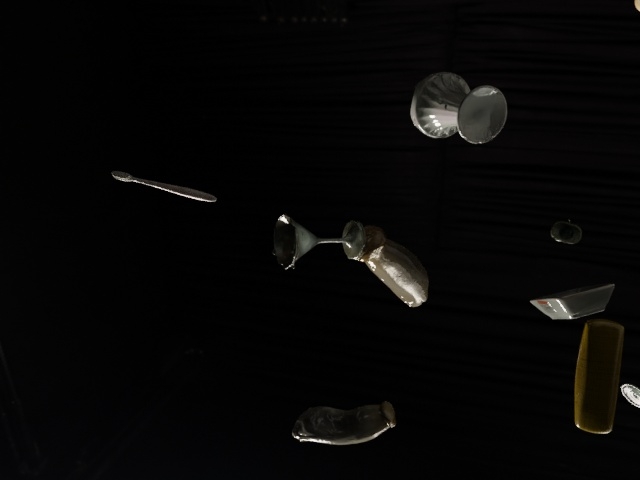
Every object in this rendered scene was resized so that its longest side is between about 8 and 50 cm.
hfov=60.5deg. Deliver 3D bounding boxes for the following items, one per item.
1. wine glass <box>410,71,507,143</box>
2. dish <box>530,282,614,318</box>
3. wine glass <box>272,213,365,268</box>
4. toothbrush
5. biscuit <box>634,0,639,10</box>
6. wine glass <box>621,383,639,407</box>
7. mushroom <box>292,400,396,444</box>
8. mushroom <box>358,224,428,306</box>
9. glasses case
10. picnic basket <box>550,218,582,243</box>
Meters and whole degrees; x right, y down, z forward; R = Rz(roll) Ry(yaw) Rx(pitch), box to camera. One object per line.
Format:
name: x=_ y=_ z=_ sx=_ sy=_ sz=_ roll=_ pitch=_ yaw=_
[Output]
wine glass: x=0.323 y=-0.310 z=1.283 sx=0.196 sy=0.165 sz=0.164 roll=-137 pitch=45 yaw=-63
dish: x=0.660 y=0.166 z=1.450 sx=0.234 sy=0.154 sz=0.064 roll=95 pitch=161 yaw=-83
wine glass: x=0.000 y=0.000 z=1.537 sx=0.156 sy=0.233 sz=0.155 roll=4 pitch=94 yaw=62
toothbrush: x=-0.452 y=-0.156 z=1.585 sx=0.029 sy=0.308 sz=0.025 roll=144 pitch=140 yaw=-85
biscuit: x=0.511 y=-0.401 z=0.692 sx=0.030 sy=0.250 sz=0.160 roll=-123 pitch=13 yaw=-49
wine glass: x=0.848 y=0.331 z=1.378 sx=0.196 sy=0.079 sz=0.079 roll=-34 pitch=-37 yaw=-19
mushroom: x=0.061 y=0.516 z=1.533 sx=0.097 sy=0.352 sz=0.109 roll=50 pitch=-139 yaw=-27
mushroom: x=0.242 y=0.074 z=1.807 sx=0.407 sy=0.138 sz=0.154 roll=43 pitch=-122 yaw=-46
glasses case: x=0.557 y=0.273 z=1.104 sx=0.064 sy=0.079 sz=0.233 roll=-13 pitch=-73 yaw=-65
picnic basket: x=0.706 y=-0.021 z=1.577 sx=0.065 sy=0.083 sz=0.083 roll=-65 pitch=-25 yaw=-2
